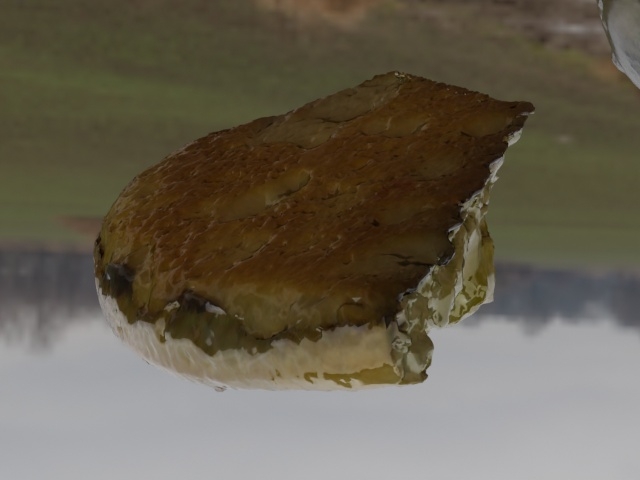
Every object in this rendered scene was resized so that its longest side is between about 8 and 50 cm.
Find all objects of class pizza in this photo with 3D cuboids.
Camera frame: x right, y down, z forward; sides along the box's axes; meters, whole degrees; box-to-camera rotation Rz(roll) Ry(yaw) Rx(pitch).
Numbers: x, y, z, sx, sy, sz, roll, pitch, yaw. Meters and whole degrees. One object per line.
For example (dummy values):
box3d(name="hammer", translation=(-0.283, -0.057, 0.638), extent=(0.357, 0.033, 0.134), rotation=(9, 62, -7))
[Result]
box3d(name="pizza", translation=(0.000, 0.001, 0.457), extent=(0.099, 0.036, 0.160), rotation=(-32, -157, -20))

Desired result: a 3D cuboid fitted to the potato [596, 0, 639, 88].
box3d(name="potato", translation=(0.237, -0.107, 0.831), extent=(0.262, 0.165, 0.165), rotation=(-9, -175, -31))
